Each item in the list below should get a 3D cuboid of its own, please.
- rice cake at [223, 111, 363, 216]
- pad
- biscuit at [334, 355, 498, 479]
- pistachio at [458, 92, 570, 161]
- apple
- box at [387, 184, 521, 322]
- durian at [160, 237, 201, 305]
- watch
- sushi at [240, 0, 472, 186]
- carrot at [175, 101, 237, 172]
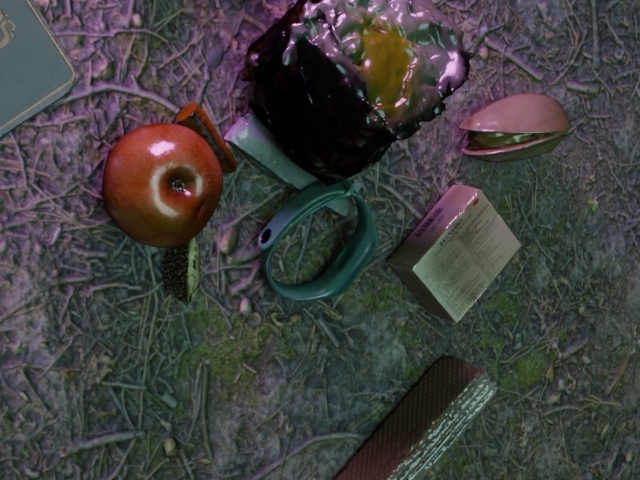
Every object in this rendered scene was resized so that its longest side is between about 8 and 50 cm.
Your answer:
[{"bbox_3d":[-0.044,-0.132,1.856,0.290,0.051,0.081,31,93,-32],"label":"rice cake"},{"bbox_3d":[-0.510,-0.342,1.540,0.315,0.063,0.375,-39,117,-18],"label":"pad"},{"bbox_3d":[0.163,0.406,2.030,0.426,0.144,0.078,-47,119,-13],"label":"biscuit"},{"bbox_3d":[0.374,-0.215,2.027,0.223,0.152,0.126,-11,110,-9],"label":"pistachio"},{"bbox_3d":[-0.248,-0.087,1.682,0.201,0.162,0.201,-6,104,-27],"label":"apple"},{"bbox_3d":[0.259,0.024,2.036,0.212,0.095,0.168,-48,120,-14],"label":"box"},{"bbox_3d":[-0.237,0.051,1.797,0.066,0.052,0.130,-25,121,-65],"label":"durian"},{"bbox_3d":[0.000,0.000,1.870,0.195,0.068,0.237,32,102,-30],"label":"watch"},{"bbox_3d":[0.047,-0.274,1.721,0.299,0.294,0.281,41,64,-10],"label":"sushi"},{"bbox_3d":[-0.188,-0.164,1.770,0.048,0.048,0.139,-43,119,-16],"label":"carrot"}]
